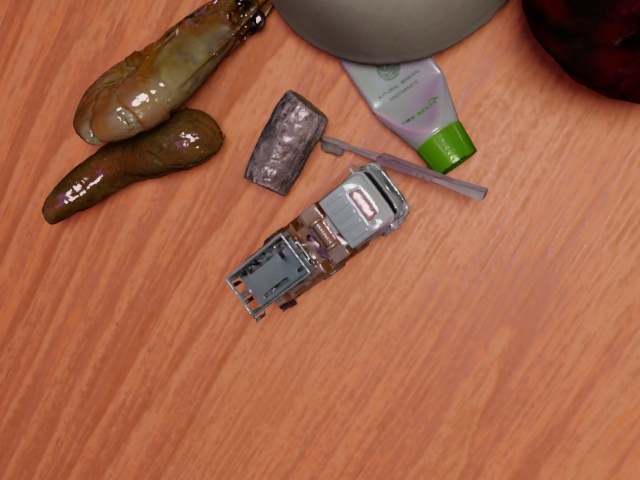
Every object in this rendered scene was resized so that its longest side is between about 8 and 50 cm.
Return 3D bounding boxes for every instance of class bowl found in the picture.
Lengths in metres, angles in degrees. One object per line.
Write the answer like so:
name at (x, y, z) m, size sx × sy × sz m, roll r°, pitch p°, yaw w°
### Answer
bowl at (0.061, -0.325, 0.515) m, size 0.288 × 0.146 × 0.290 m, roll -1°, pitch 87°, yaw 11°

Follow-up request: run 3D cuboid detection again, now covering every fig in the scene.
fig at (0.275, -0.247, 0.465) m, size 0.223 × 0.224 × 0.263 m, roll -10°, pitch 91°, yaw 12°

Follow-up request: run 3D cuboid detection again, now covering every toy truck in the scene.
toy truck at (-0.001, -0.001, 0.578) m, size 0.177 × 0.115 × 0.080 m, roll -38°, pitch 86°, yaw 20°

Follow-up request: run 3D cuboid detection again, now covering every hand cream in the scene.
hand cream at (0.070, -0.194, 0.598) m, size 0.079 × 0.050 × 0.275 m, roll -30°, pitch 83°, yaw -15°

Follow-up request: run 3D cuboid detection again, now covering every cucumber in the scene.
cucumber at (-0.041, -0.104, 0.615) m, size 0.064 × 0.064 × 0.112 m, roll 34°, pitch 103°, yaw 7°

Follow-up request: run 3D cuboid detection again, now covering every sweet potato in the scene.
sweet potato at (-0.216, -0.089, 0.645) m, size 0.232 × 0.081 × 0.062 m, roll -22°, pitch 117°, yaw 10°

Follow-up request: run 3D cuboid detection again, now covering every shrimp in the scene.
shrimp at (-0.159, -0.200, 0.617) m, size 0.267 × 0.145 × 0.061 m, roll -41°, pitch 130°, yaw 0°

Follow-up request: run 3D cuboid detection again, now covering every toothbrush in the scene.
toothbrush at (0.079, -0.078, 0.586) m, size 0.194 × 0.014 × 0.017 m, roll 22°, pitch 129°, yaw 28°
